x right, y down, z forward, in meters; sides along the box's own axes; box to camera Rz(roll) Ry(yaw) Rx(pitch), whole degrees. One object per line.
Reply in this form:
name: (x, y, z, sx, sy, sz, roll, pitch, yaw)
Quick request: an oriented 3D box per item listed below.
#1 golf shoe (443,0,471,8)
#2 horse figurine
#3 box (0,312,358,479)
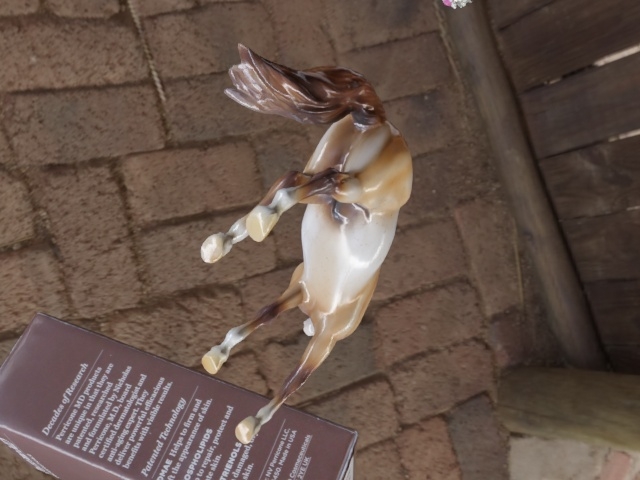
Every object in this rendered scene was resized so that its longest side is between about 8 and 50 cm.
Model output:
golf shoe: (0.190, -0.438, 1.106, 0.115, 0.306, 0.140, -32, 79, 12)
horse figurine: (0.000, 0.000, 0.464, 0.174, 0.066, 0.263, -40, 147, -40)
box: (-0.157, 0.231, 0.847, 0.381, 0.191, 0.143, 19, 60, 14)
